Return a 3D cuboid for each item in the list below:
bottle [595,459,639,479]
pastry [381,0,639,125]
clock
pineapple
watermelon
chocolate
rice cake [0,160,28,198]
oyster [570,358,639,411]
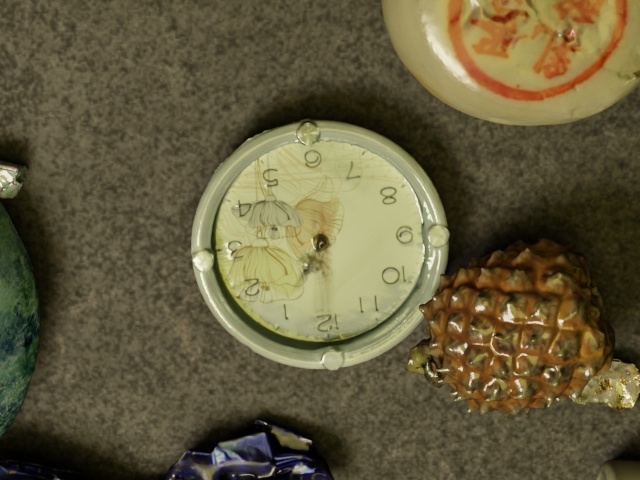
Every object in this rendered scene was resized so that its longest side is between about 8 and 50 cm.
[{"bbox_3d":[0.387,0.269,1.820,0.253,0.120,0.120,2,107,1],"label":"bottle"},{"bbox_3d":[0.177,-0.220,1.671,0.265,0.133,0.265,0,103,0],"label":"pastry"},{"bbox_3d":[0.000,0.000,1.779,0.236,0.053,0.236,0,107,-1],"label":"clock"},{"bbox_3d":[0.165,0.086,1.751,0.193,0.166,0.166,-18,106,14],"label":"pineapple"},{"bbox_3d":[-0.390,0.099,1.754,0.226,0.148,0.318,28,108,18],"label":"watermelon"},{"bbox_3d":[-0.157,0.256,1.838,0.343,0.126,0.148,-6,79,-4],"label":"chocolate"},{"bbox_3d":[-0.374,-0.075,1.770,0.211,0.043,0.034,12,100,-3],"label":"rice cake"},{"bbox_3d":[0.262,0.131,1.832,0.083,0.019,0.054,11,108,-4],"label":"oyster"}]
